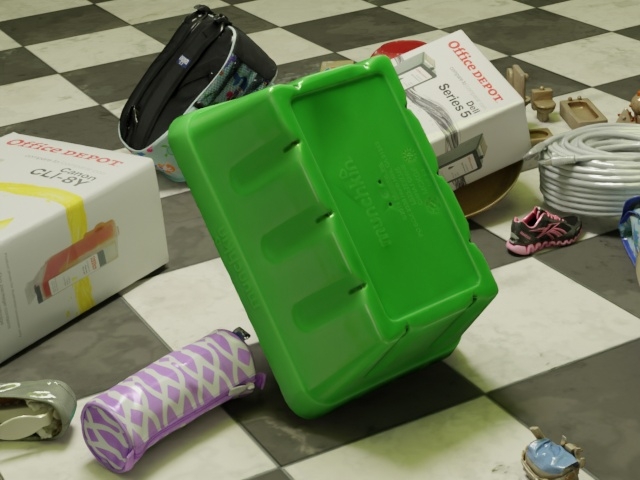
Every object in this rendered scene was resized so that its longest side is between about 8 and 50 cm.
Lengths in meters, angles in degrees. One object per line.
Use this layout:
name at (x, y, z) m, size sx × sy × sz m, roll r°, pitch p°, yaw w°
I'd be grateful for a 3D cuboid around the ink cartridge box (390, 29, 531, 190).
ink cartridge box at (0.132, -0.159, 1.873) m, size 0.273 × 0.115 × 0.198 m, roll -25°, pitch 47°, yaw -8°

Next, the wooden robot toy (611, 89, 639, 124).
wooden robot toy at (0.500, -0.196, 2.089) m, size 0.076 × 0.079 × 0.173 m, roll -5°, pitch 24°, yaw -1°

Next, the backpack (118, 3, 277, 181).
backpack at (-0.194, -0.215, 2.089) m, size 0.253 × 0.191 × 0.225 m, roll -49°, pitch 33°, yaw -1°

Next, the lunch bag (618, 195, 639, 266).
lunch bag at (0.458, -0.013, 1.690) m, size 0.129 × 0.096 × 0.151 m, roll -5°, pitch 7°, yaw 3°

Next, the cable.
cable at (0.435, -0.100, 1.856) m, size 0.257 × 0.089 × 0.257 m, roll 7°, pitch 19°, yaw 26°

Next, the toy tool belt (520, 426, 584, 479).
toy tool belt at (0.230, 0.215, 1.268) m, size 0.052 × 0.051 × 0.083 m, roll -20°, pitch 29°, yaw -30°

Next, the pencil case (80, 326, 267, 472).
pencil case at (-0.155, 0.169, 1.403) m, size 0.088 × 0.086 × 0.206 m, roll 40°, pitch 46°, yaw 25°

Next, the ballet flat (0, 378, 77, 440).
ballet flat at (-0.369, 0.187, 1.408) m, size 0.213 × 0.072 × 0.068 m, roll -5°, pitch 29°, yaw -2°

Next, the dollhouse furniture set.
dollhouse furniture set at (0.381, -0.237, 2.145) m, size 0.151 × 0.123 × 0.144 m, roll -6°, pitch 25°, yaw -4°

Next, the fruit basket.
fruit basket at (0.000, 0.000, 1.513) m, size 0.283 × 0.392 × 0.392 m, roll -21°, pitch 29°, yaw -33°

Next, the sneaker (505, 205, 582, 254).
sneaker at (0.301, -0.021, 1.766) m, size 0.119 × 0.057 × 0.047 m, roll -16°, pitch 25°, yaw -26°

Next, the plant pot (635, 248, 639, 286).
plant pot at (0.458, 0.031, 1.431) m, size 0.191 × 0.284 × 0.284 m, roll -32°, pitch 13°, yaw 27°

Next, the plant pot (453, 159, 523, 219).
plant pot at (0.177, -0.105, 1.914) m, size 0.236 × 0.032 × 0.236 m, roll -7°, pitch 48°, yaw 8°

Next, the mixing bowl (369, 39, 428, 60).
mixing bowl at (0.151, -0.297, 2.347) m, size 0.181 × 0.098 × 0.181 m, roll -3°, pitch 25°, yaw 2°

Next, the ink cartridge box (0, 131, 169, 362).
ink cartridge box at (-0.427, 0.007, 1.700) m, size 0.279 × 0.160 × 0.384 m, roll 13°, pitch 29°, yaw 33°

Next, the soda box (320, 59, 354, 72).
soda box at (0.028, -0.266, 2.347) m, size 0.061 × 0.058 × 0.181 m, roll -2°, pitch 24°, yaw 5°
